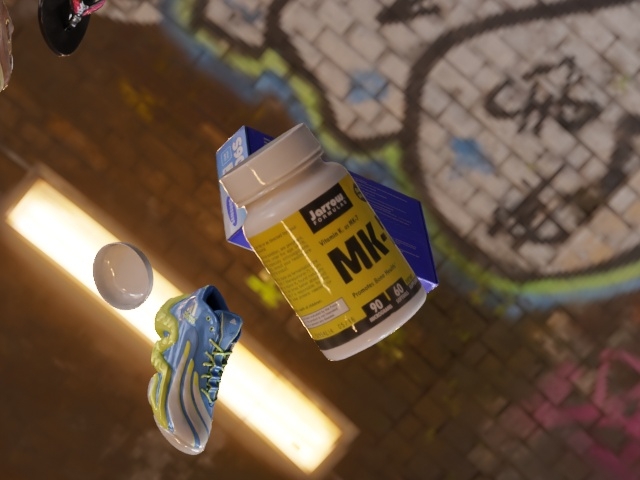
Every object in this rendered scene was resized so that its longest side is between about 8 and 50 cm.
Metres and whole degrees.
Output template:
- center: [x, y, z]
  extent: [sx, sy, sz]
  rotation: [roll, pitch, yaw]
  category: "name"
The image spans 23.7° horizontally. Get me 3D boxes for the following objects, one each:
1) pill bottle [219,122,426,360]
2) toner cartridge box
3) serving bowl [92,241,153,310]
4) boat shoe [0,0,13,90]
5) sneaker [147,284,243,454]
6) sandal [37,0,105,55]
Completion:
- center: [0.000, 0.000, 1.469]
  extent: [0.208, 0.119, 0.119]
  rotation: [56, -164, -7]
  category: "pill bottle"
- center: [0.012, -0.030, 2.225]
  extent: [0.348, 0.075, 0.165]
  rotation: [22, -138, -35]
  category: "toner cartridge box"
- center: [-0.227, 0.040, 1.792]
  extent: [0.083, 0.083, 0.027]
  rotation: [45, -149, 12]
  category: "serving bowl"
- center: [-0.401, -0.260, 1.823]
  extent: [0.064, 0.178, 0.060]
  rotation: [9, -150, 17]
  category: "boat shoe"
- center: [-0.162, 0.157, 2.011]
  extent: [0.091, 0.126, 0.240]
  rotation: [23, -139, -38]
  category: "sneaker"
- center: [-0.258, -0.288, 1.682]
  extent: [0.040, 0.179, 0.067]
  rotation: [9, 161, 42]
  category: "sandal"
